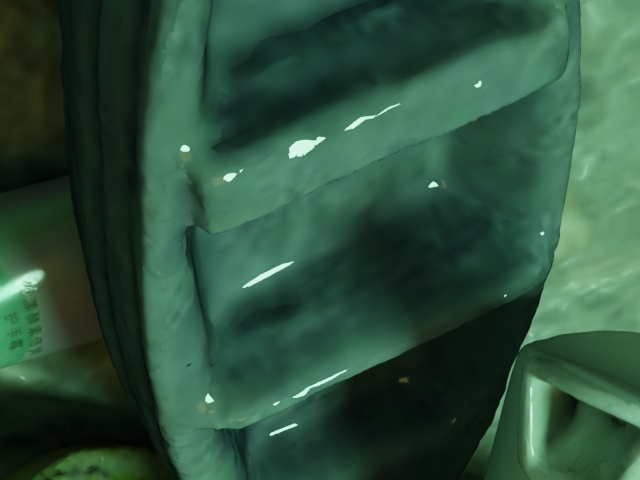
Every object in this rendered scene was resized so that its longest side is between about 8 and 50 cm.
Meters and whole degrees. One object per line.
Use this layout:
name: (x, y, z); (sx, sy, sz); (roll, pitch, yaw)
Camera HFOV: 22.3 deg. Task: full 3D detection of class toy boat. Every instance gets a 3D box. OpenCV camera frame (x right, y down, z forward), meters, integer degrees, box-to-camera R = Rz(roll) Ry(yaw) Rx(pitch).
toy boat: (0.000, 0.000, 0.433); (0.127, 0.078, 0.283); (-26, 144, -21)

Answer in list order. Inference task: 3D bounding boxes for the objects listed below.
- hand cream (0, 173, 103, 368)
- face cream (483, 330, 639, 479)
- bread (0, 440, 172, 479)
hand cream: (-0.067, 0.004, 0.475); (0.174, 0.047, 0.076); (-15, 139, -18)
face cream: (0.064, 0.171, 0.505); (0.145, 0.145, 0.370); (-1, 124, -18)
bread: (-0.096, 0.166, 0.564); (0.156, 0.158, 0.261); (3, 135, -5)
